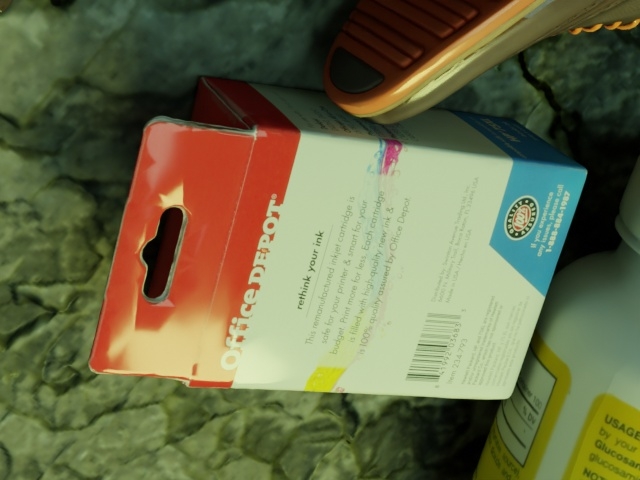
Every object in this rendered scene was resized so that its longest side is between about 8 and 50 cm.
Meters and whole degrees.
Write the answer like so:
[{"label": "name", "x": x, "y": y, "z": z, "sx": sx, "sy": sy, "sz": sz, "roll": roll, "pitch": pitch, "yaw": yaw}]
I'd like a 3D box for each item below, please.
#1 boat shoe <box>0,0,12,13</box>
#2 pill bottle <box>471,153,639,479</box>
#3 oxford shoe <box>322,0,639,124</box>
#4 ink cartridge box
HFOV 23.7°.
[{"label": "boat shoe", "x": -0.194, "y": -0.155, "z": 0.585, "sx": 0.073, "sy": 0.073, "sz": 0.207, "roll": -40, "pitch": 124, "yaw": -3}, {"label": "pill bottle", "x": 0.184, "y": 0.126, "z": 0.828, "sx": 0.188, "sy": 0.188, "sz": 0.334, "roll": 7, "pitch": 112, "yaw": -27}, {"label": "oxford shoe", "x": 0.125, "y": -0.126, "z": 0.728, "sx": 0.271, "sy": 0.097, "sz": 0.098, "roll": -36, "pitch": 129, "yaw": -7}, {"label": "ink cartridge box", "x": 0.000, "y": 0.000, "z": 0.747, "sx": 0.231, "sy": 0.078, "sz": 0.134, "roll": 6, "pitch": 112, "yaw": -27}]
